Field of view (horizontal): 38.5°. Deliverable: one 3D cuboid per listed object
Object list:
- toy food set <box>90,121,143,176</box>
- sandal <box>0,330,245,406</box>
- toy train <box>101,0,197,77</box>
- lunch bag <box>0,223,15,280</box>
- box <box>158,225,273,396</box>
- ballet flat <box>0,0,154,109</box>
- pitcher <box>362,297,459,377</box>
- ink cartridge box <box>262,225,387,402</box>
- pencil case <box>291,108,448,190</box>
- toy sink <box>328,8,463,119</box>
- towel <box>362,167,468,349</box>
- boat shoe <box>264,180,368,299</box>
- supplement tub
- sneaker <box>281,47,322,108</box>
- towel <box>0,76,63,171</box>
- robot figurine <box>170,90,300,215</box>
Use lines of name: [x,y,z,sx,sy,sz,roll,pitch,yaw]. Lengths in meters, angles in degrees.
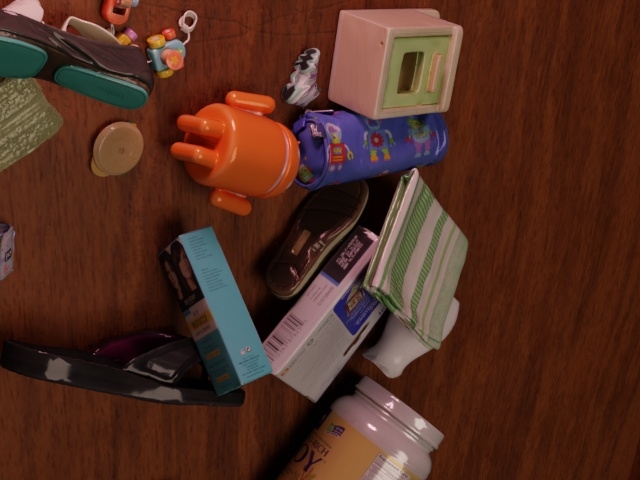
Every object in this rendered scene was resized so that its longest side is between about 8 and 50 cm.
toy food set: [-0.290,-0.131,1.315,0.082,0.020,0.083,-12,120,-39]
sandal: [-0.272,0.188,1.423,0.445,0.167,0.107,22,80,-48]
toy train: [-0.236,-0.286,1.257,0.166,0.046,0.125,10,106,-46]
lunch bag: [-0.448,0.018,1.229,0.083,0.053,0.071,-15,124,-48]
box: [-0.164,0.110,1.413,0.060,0.100,0.244,-20,82,-34]
ballet flat: [-0.340,-0.241,1.146,0.280,0.095,0.096,14,60,-39]
pitcher: [0.193,0.187,1.898,0.207,0.125,0.178,-51,164,0]
ink cartridge box: [0.026,0.146,1.716,0.304,0.072,0.307,-52,161,-8]
pencil case: [0.079,-0.171,1.571,0.306,0.119,0.133,-13,91,-37]
toy sink: [0.148,-0.301,1.549,0.234,0.131,0.153,-12,121,-40]
towel: [0.188,0.040,1.686,0.325,0.038,0.248,43,61,-53]
boat shoe: [-0.006,-0.004,1.622,0.257,0.095,0.095,-49,161,-12]
supplement tub: [0.071,0.464,1.837,0.331,0.241,0.241,-53,138,-7]
sneaker: [-0.016,-0.260,1.490,0.069,0.038,0.098,18,109,-49]
towel: [-0.414,-0.148,1.183,0.148,0.027,0.110,-41,134,-17]
robot figurine: [-0.119,-0.135,1.395,0.128,0.158,0.219,-33,150,34]
